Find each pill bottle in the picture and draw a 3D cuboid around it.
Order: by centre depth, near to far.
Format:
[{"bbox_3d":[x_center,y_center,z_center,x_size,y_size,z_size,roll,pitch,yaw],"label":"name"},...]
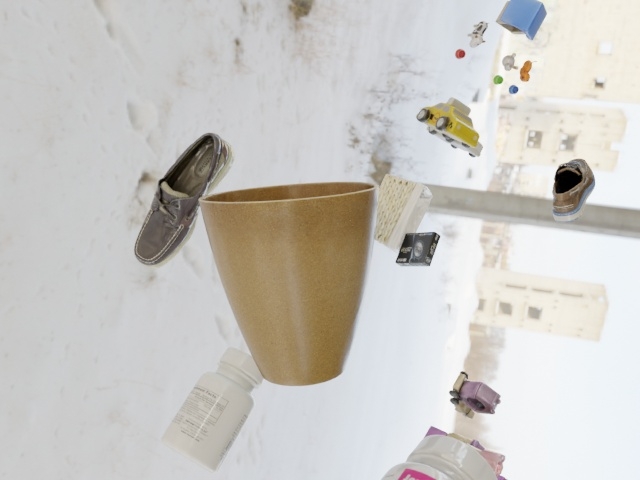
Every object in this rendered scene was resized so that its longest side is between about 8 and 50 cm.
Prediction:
[{"bbox_3d":[0.122,0.408,0.836,0.283,0.161,0.160,-38,138,-42],"label":"pill bottle"},{"bbox_3d":[-0.208,0.341,1.265,0.229,0.131,0.131,-58,157,-23],"label":"pill bottle"}]

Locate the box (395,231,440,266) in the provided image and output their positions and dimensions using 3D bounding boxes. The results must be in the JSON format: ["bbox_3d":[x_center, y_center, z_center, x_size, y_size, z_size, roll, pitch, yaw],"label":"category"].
[{"bbox_3d":[0.188,0.017,1.197,0.018,0.083,0.067,32,72,-29],"label":"box"}]

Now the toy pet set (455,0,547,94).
[{"bbox_3d":[0.280,-0.285,0.895,0.114,0.122,0.065,-62,-160,11],"label":"toy pet set"}]

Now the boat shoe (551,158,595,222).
[{"bbox_3d":[0.473,-0.111,1.158,0.183,0.066,0.066,-58,134,-45],"label":"boat shoe"}]

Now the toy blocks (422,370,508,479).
[{"bbox_3d":[0.360,0.510,1.315,0.309,0.260,0.288,-51,142,-31],"label":"toy blocks"}]

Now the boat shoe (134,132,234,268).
[{"bbox_3d":[-0.266,-0.081,1.155,0.285,0.103,0.092,-56,163,-5],"label":"boat shoe"}]

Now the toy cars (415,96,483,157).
[{"bbox_3d":[0.343,-0.292,1.570,0.087,0.177,0.394,-59,167,10],"label":"toy cars"}]

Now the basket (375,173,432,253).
[{"bbox_3d":[0.177,-0.062,1.455,0.167,0.103,0.113,-65,158,-1],"label":"basket"}]

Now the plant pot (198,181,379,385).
[{"bbox_3d":[-0.034,0.057,0.839,0.237,0.237,0.254,-32,120,-72],"label":"plant pot"}]
